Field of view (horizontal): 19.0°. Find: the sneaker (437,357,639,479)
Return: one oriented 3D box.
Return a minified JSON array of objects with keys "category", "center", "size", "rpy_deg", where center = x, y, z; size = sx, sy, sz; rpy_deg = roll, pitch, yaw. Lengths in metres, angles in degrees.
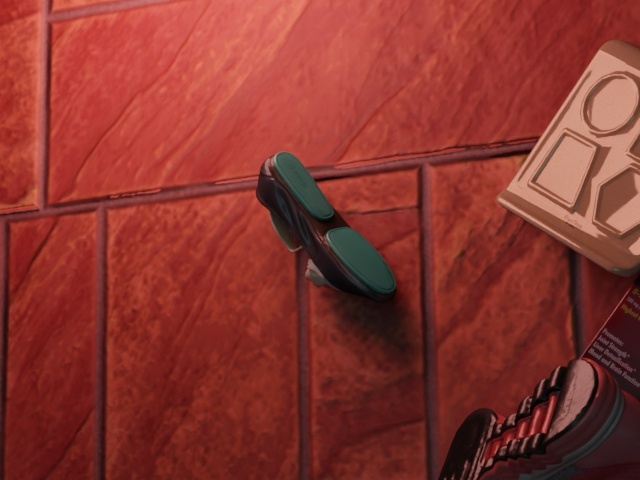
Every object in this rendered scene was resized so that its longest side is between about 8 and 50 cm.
[{"category":"sneaker","center":[0.207,0.216,1.733],"size":[0.136,0.314,0.116],"rpy_deg":[31,60,-12]}]

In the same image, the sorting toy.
[{"category":"sorting toy","center":[0.292,-0.080,1.842],"size":[0.208,0.038,0.193],"rpy_deg":[-53,44,-2]}]

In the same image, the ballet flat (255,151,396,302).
[{"category":"ballet flat","center":[0.000,0.000,1.957],"size":[0.074,0.074,0.203],"rpy_deg":[-42,71,8]}]

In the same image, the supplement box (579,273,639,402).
[{"category":"supplement box","center":[0.335,0.098,1.781],"size":[0.130,0.073,0.239],"rpy_deg":[36,91,26]}]
